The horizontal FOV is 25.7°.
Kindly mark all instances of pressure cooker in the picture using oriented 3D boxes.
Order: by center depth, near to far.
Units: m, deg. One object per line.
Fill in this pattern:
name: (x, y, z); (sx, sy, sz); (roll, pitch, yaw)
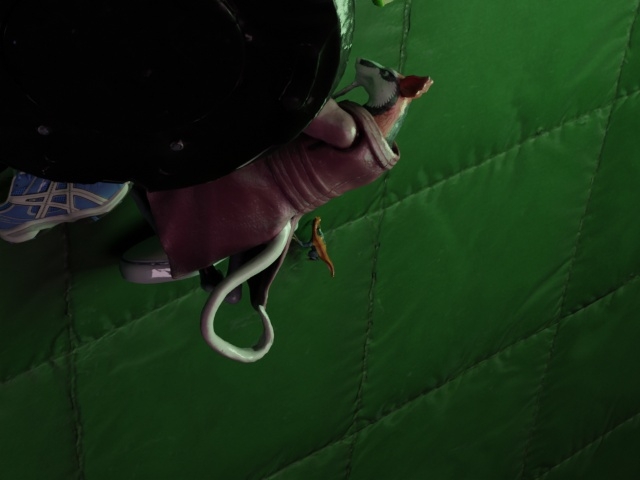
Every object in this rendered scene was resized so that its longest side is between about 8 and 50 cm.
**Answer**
pressure cooker: (-0.164, -0.301, 1.183); (0.375, 0.420, 0.370); (-2, 141, -3)

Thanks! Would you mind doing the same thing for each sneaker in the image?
sneaker: (-0.285, -0.061, 1.506); (0.211, 0.080, 0.081); (-24, 140, 20)
sneaker: (-0.143, -0.025, 1.754); (0.258, 0.094, 0.091); (-25, 119, -33)

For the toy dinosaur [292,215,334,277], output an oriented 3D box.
toy dinosaur: (0.000, 0.000, 1.932); (0.047, 0.090, 0.082); (-53, 180, -18)

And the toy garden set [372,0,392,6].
toy garden set: (-0.040, -0.290, 1.528); (0.244, 0.049, 0.204); (-18, 144, 6)

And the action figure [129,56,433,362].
action figure: (-0.031, -0.077, 1.564); (0.370, 0.276, 0.248); (-29, 148, 20)
